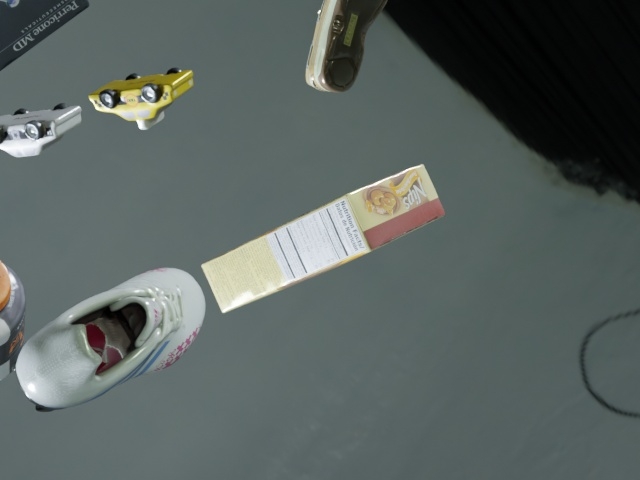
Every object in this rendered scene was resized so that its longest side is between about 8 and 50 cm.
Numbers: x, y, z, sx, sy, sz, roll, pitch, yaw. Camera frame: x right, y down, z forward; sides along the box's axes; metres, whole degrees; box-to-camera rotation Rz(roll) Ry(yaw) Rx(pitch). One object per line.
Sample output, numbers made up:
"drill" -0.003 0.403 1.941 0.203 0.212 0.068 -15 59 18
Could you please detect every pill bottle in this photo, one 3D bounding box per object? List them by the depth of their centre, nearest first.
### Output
"pill bottle" -0.476 0.105 1.609 0.130 0.130 0.245 -59 -1 -29

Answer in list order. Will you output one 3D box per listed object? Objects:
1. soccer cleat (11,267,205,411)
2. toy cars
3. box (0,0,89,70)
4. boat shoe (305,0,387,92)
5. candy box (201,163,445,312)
"soccer cleat" -0.207 0.099 1.346 0.143 0.116 0.331 -34 0 32
"toy cars" -0.411 -0.216 2.073 0.394 0.087 0.176 -19 21 -10
"box" -0.602 -0.459 1.814 0.293 0.395 0.212 -38 58 -6
"boat shoe" 0.024 -0.263 1.322 0.072 0.068 0.190 18 85 56
"candy box" 0.000 0.000 1.660 0.316 0.087 0.183 -25 0 42
